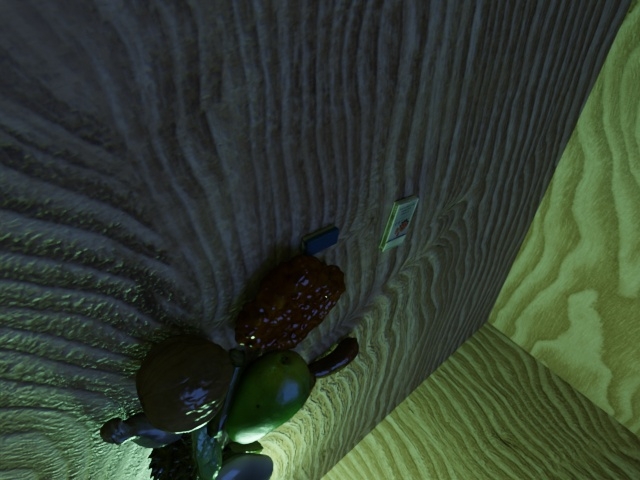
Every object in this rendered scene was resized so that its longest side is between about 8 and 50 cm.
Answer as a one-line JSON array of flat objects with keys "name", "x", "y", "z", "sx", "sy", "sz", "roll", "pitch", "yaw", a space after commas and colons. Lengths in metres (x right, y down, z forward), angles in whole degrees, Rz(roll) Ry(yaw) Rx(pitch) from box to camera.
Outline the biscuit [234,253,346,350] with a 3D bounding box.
[{"name": "biscuit", "x": -0.085, "y": 0.184, "z": 1.245, "sx": 0.318, "sy": 0.110, "sz": 0.312, "roll": -46, "pitch": 151, "yaw": 9}]

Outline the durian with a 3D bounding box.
[{"name": "durian", "x": -0.404, "y": 0.676, "z": 1.353, "sx": 0.198, "sy": 0.163, "sz": 0.395, "roll": -73, "pitch": 156, "yaw": -55}]

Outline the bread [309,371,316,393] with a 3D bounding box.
[{"name": "bread", "x": -0.119, "y": 0.546, "z": 1.573, "sx": 0.160, "sy": 0.140, "sz": 0.169, "roll": -21, "pitch": 139, "yaw": -46}]

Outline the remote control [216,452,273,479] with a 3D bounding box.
[{"name": "remote control", "x": -0.298, "y": 0.876, "z": 1.612, "sx": 0.221, "sy": 0.103, "sz": 0.332, "roll": -51, "pitch": 143, "yaw": -3}]

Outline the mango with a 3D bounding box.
[{"name": "mango", "x": -0.172, "y": 0.501, "z": 1.395, "sx": 0.225, "sy": 0.201, "sz": 0.382, "roll": 8, "pitch": 121, "yaw": -51}]

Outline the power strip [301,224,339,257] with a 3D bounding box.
[{"name": "power strip", "x": 0.000, "y": 0.000, "z": 1.244, "sx": 0.123, "sy": 0.032, "sz": 0.056, "roll": -25, "pitch": 140, "yaw": -33}]

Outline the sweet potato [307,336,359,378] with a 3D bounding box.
[{"name": "sweet potato", "x": 0.043, "y": 0.486, "z": 1.746, "sx": 0.291, "sy": 0.097, "sz": 0.097, "roll": -30, "pitch": 143, "yaw": -27}]

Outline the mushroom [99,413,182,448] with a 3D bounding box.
[{"name": "mushroom", "x": -0.458, "y": 0.498, "z": 1.148, "sx": 0.116, "sy": 0.093, "sz": 0.225, "roll": -30, "pitch": 154, "yaw": 8}]

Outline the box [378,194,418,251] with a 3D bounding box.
[{"name": "box", "x": 0.270, "y": -0.057, "z": 1.518, "sx": 0.109, "sy": 0.029, "sz": 0.199, "roll": -20, "pitch": 137, "yaw": -38}]

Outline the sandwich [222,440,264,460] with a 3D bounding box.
[{"name": "sandwich", "x": -0.363, "y": 0.870, "z": 1.682, "sx": 0.245, "sy": 0.063, "sz": 0.212, "roll": -53, "pitch": 144, "yaw": 5}]

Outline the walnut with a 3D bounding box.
[{"name": "walnut", "x": -0.317, "y": 0.333, "z": 1.045, "sx": 0.228, "sy": 0.228, "sz": 0.228, "roll": -31, "pitch": 144, "yaw": -27}]

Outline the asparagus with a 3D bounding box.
[{"name": "asparagus", "x": -0.279, "y": 0.454, "z": 1.299, "sx": 0.067, "sy": 0.060, "sz": 0.278, "roll": -8, "pitch": 119, "yaw": -59}]
